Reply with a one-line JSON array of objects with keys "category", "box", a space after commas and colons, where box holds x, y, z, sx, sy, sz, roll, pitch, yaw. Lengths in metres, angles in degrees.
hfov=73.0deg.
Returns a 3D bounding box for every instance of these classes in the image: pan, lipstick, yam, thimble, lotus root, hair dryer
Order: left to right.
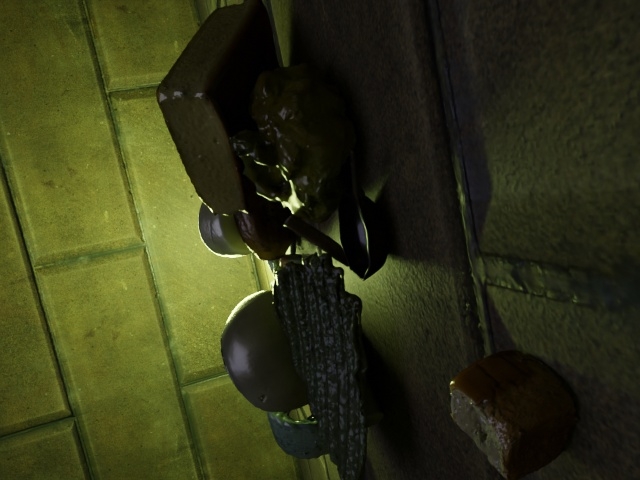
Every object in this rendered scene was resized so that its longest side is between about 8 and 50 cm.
[{"category": "lotus root", "box": [-0.160, -0.087, 1.226, 0.193, 0.193, 0.290, 173, 81, -76]}, {"category": "hair dryer", "box": [-0.089, 0.021, 1.299, 0.037, 0.063, 0.114, 120, 150, -72]}, {"category": "thimble", "box": [-0.049, 0.513, 1.268, 0.250, 0.205, 0.171, 35, 139, 44]}, {"category": "yam", "box": [0.000, 0.000, 0.786, 0.032, 0.145, 0.032, -51, 17, 22]}, {"category": "lipstick", "box": [0.051, 0.264, 0.917, 0.070, 0.070, 0.254, 91, 160, -45]}, {"category": "pan", "box": [0.070, -0.027, 0.616, 0.202, 0.048, 0.128, 102, 150, -64]}]

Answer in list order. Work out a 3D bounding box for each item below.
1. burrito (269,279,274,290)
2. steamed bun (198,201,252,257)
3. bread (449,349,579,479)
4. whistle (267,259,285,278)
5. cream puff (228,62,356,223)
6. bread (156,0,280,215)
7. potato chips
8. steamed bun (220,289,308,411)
[{"category": "burrito", "box": [-0.170, 0.211, 1.786, 0.203, 0.064, 0.064, -138, 37, -70]}, {"category": "steamed bun", "box": [-0.272, -0.078, 1.328, 0.147, 0.164, 0.241, -11, 55, 41]}, {"category": "bread", "box": [0.161, 0.145, 0.371, 0.083, 0.070, 0.076, -135, 33, -61]}, {"category": "whistle", "box": [-0.152, 0.041, 1.448, 0.345, 0.134, 0.142, 68, 163, -3]}, {"category": "cream puff", "box": [-0.056, -0.153, 0.727, 0.282, 0.185, 0.281, 169, 90, -75]}, {"category": "bread", "box": [-0.174, -0.268, 0.896, 0.323, 0.144, 0.332, 80, -162, -53]}, {"category": "potato chips", "box": [0.003, 0.232, 0.831, 0.358, 0.070, 0.428, -171, 72, -66]}, {"category": "steamed bun", "box": [-0.097, 0.275, 1.129, 0.324, 0.206, 0.324, 52, -168, -16]}]
